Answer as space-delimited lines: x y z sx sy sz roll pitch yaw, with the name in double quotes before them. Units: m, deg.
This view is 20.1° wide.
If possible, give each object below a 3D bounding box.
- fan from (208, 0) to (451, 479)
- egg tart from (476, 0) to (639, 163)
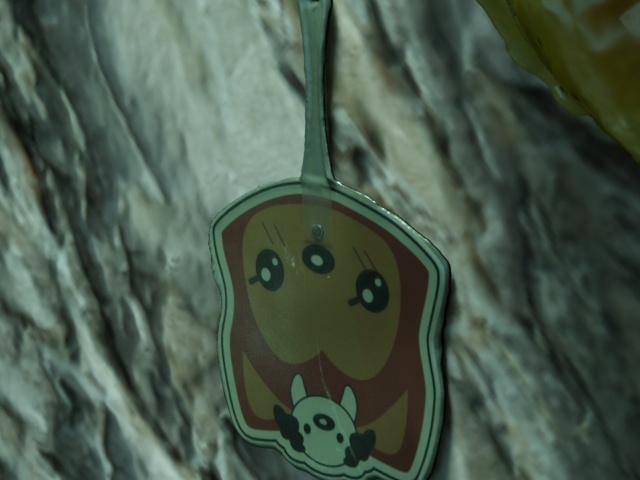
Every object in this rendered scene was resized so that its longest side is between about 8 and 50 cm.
"fan" 0.000 0.000 0.760 0.132 0.009 0.220 11 109 37
"egg tart" 0.146 -0.095 0.493 0.294 0.123 0.294 17 128 23
